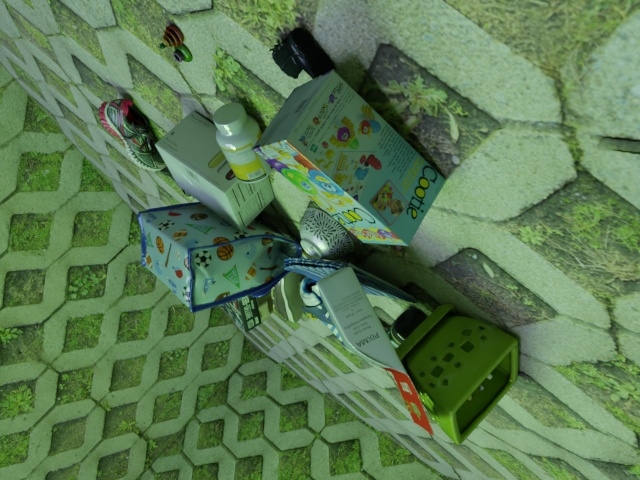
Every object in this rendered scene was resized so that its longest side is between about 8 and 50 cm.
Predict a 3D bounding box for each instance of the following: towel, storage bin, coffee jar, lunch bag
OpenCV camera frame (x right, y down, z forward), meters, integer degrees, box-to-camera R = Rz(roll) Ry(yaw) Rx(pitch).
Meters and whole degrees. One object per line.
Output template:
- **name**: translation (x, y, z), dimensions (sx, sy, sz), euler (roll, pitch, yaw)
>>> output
- **towel**: translation (0.068, 0.109, 1.526), dimensions (0.243, 0.040, 0.336), euler (26, 168, -29)
- **storage bin**: translation (-0.274, 0.166, 2.226), dimensions (0.260, 0.123, 0.262), euler (51, 165, 16)
- **coffee jar**: translation (0.229, 0.253, 1.563), dimensions (0.079, 0.096, 0.184), euler (37, 160, 8)
- **lunch bag**: translation (-0.293, 0.024, 1.695), dimensions (0.328, 0.386, 0.238), euler (31, 126, 40)

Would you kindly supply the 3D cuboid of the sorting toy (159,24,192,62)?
- **sorting toy**: translation (-0.330, -0.433, 1.269), dimensions (0.061, 0.042, 0.102), euler (34, 160, 23)

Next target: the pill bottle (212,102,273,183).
- **pill bottle**: translation (-0.181, -0.227, 1.324), dimensions (0.103, 0.103, 0.184), euler (30, 157, 33)

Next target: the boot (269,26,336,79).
- **boot**: translation (-0.031, -0.299, 0.967), dimensions (0.121, 0.045, 0.099), euler (51, 160, -14)

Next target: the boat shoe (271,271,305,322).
- **boat shoe**: translation (-0.125, 0.147, 1.919), dimensions (0.097, 0.116, 0.324), euler (18, 138, 24)

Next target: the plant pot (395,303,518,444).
- **plant pot**: translation (0.307, 0.296, 1.321), dimensions (0.207, 0.228, 0.227), euler (38, 162, 37)

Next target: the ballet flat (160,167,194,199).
- **ballet flat**: translation (-0.536, -0.215, 2.130), dimensions (0.057, 0.049, 0.173), euler (16, 148, 54)

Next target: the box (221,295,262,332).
- **box**: translation (-0.341, 0.151, 2.039), dimensions (0.307, 0.077, 0.242), euler (37, 146, 39)

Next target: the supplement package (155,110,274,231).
- **supplement package**: translation (-0.281, -0.187, 1.542), dimensions (0.262, 0.145, 0.204), euler (34, 160, 21)

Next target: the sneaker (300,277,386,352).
- **sneaker**: translation (0.058, 0.226, 1.778), dimensions (0.323, 0.130, 0.236), euler (32, 165, 45)

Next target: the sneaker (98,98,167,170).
- **sneaker**: translation (-0.607, -0.346, 1.905), dimensions (0.112, 0.120, 0.299), euler (-7, 144, 26)

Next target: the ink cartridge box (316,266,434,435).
- **ink cartridge box**: translation (0.114, 0.265, 1.300), dimensions (0.308, 0.091, 0.384), euler (83, 162, -77)

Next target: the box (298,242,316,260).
- **box**: translation (-0.045, 0.061, 1.794), dimensions (0.081, 0.028, 0.136), euler (23, 151, 44)

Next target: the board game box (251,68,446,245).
- **board game box**: translation (0.050, -0.127, 0.957), dimensions (0.275, 0.144, 0.142), euler (39, 164, -23)

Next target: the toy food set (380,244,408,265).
- **toy food set**: translation (0.158, 0.001, 1.284), dimensions (0.122, 0.019, 0.078), euler (43, 162, 22)

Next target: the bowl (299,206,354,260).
- **bowl**: translation (0.000, 0.000, 1.494), dimensions (0.170, 0.080, 0.170), euler (38, 161, 16)

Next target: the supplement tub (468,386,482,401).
- **supplement tub**: translation (0.337, 0.396, 1.580), dimensions (0.199, 0.144, 0.144), euler (45, 161, -9)

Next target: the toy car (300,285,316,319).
- **toy car**: translation (-0.098, 0.183, 2.121), dimensions (0.225, 0.053, 0.239), euler (34, 159, 24)
